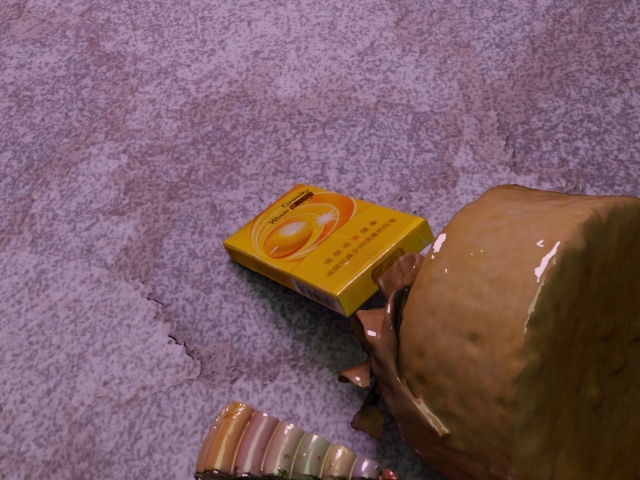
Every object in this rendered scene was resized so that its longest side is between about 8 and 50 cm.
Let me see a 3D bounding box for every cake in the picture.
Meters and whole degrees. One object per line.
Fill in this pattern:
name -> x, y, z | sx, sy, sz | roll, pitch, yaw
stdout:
cake -> 0.175, 0.098, 0.789 | 0.321, 0.332, 0.332 | 8, 50, 48
cake -> -0.017, 0.240, 0.811 | 0.226, 0.109, 0.090 | 4, 56, 7

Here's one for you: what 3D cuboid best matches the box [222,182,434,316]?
box -> 0.000, 0.000, 0.943 | 0.152, 0.043, 0.269 | -39, 33, -23
